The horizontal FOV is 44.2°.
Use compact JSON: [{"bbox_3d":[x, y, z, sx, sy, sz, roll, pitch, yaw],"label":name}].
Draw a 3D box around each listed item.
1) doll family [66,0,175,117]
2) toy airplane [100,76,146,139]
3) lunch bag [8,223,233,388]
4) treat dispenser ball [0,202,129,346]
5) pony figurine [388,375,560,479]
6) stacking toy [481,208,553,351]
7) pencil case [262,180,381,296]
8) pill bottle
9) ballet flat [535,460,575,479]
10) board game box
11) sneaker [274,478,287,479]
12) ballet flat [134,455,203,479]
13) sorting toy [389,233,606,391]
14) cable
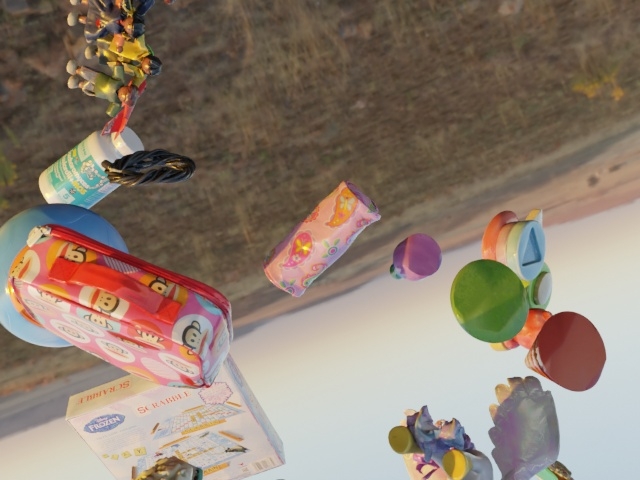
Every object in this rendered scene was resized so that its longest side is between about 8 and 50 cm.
[{"bbox_3d":[-0.226,-0.242,0.916,0.111,0.193,0.076,21,-146,18],"label":"doll family"},{"bbox_3d":[-0.300,-0.219,1.238,0.028,0.151,0.151,30,153,-20],"label":"toy airplane"},{"bbox_3d":[-0.267,0.091,1.069,0.293,0.120,0.258,22,157,5],"label":"lunch bag"},{"bbox_3d":[-0.525,0.069,1.583,0.288,0.288,0.288,-20,176,-2],"label":"treat dispenser ball"},{"bbox_3d":[0.251,0.396,1.306,0.302,0.351,0.363,-27,146,23],"label":"pony figurine"},{"bbox_3d":[0.486,0.079,1.759,0.130,0.309,0.279,5,-159,41],"label":"stacking toy"},{"bbox_3d":[0.000,0.000,1.741,0.284,0.124,0.124,-46,171,11],"label":"pencil case"},{"bbox_3d":[-0.581,-0.185,2.027,0.264,0.146,0.146,-34,172,16],"label":"pill bottle"},{"bbox_3d":[0.647,0.637,2.069,0.077,0.241,0.091,-15,134,-33],"label":"ballet flat"},{"bbox_3d":[-0.272,0.373,1.540,0.318,0.318,0.066,-20,-145,4],"label":"board game box"},{"bbox_3d":[0.016,0.496,1.090,0.182,0.316,0.127,1,-168,26],"label":"sneaker"},{"bbox_3d":[-0.235,0.373,0.763,0.147,0.147,0.409,-24,-145,37],"label":"ballet flat"},{"bbox_3d":[0.255,0.117,1.218,0.127,0.365,0.126,-62,-173,-24],"label":"sorting toy"},{"bbox_3d":[-0.324,-0.142,1.528,0.184,0.047,0.150,-8,-160,-31],"label":"cable"}]
